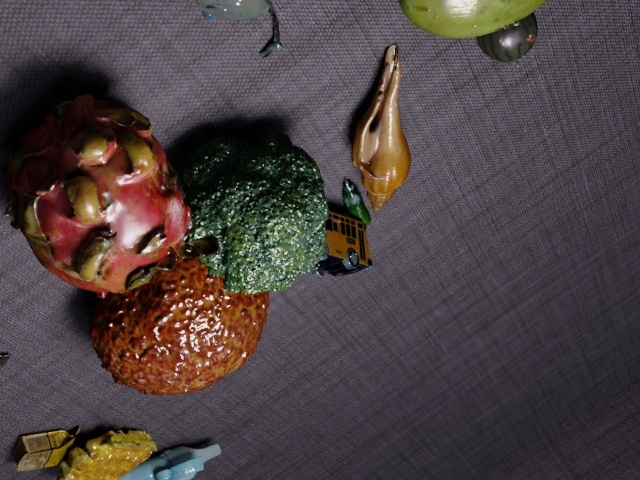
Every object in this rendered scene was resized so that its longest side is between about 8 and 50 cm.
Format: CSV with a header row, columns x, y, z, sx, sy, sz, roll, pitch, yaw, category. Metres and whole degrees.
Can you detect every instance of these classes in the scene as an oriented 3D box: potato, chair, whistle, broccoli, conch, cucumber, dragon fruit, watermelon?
x,y,z,sx,sy,sz,roll,pitch,yaw,category
0.245,-0.416,1.734,0.304,0.216,0.216,-33,149,-23,potato
-0.569,0.219,2.005,0.086,0.042,0.037,3,136,-42,chair
-0.343,0.501,2.523,0.274,0.093,0.186,-19,171,-26,whistle
-0.111,-0.045,1.876,0.261,0.241,0.269,-38,111,-26,broccoli
0.104,-0.189,2.025,0.109,0.093,0.330,-5,120,-10,conch
0.065,-0.065,2.184,0.037,0.037,0.155,-32,147,-2,cucumber
-0.314,-0.065,1.669,0.250,0.269,0.291,-28,150,-25,dragon fruit
0.316,-0.344,1.965,0.105,0.105,0.133,-29,127,-7,watermelon

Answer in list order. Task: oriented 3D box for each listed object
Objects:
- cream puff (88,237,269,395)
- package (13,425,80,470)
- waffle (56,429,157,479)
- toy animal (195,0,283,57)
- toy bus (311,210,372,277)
x,y,z,sx,sy,sz,roll,pitch,yaw,category
-0.233,0.144,2.030,0.350,0.229,0.350,-25,146,-18,cream puff
-0.529,0.407,2.277,0.131,0.047,0.071,-3,138,-39,package
-0.446,0.447,2.358,0.160,0.055,0.211,-39,160,10,waffle
-0.107,-0.335,1.676,0.079,0.070,0.253,-6,169,23,toy animal
0.000,0.000,2.139,0.098,0.114,0.201,-16,160,35,toy bus
